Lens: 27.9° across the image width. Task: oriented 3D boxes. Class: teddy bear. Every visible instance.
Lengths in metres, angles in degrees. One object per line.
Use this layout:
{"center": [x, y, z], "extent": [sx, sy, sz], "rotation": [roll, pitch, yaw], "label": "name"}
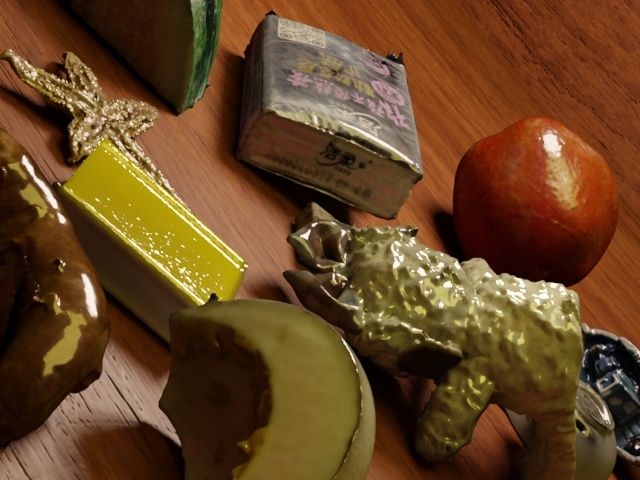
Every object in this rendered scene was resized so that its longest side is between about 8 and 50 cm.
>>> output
{"center": [0.147, 0.147, 1.629], "extent": [0.375, 0.362, 0.327], "rotation": [85, 10, -46], "label": "teddy bear"}

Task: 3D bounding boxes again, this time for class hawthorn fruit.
{"center": [0.349, -0.052, 2.148], "extent": [0.295, 0.295, 0.311], "rotation": [45, 46, -3], "label": "hawthorn fruit"}

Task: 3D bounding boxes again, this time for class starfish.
{"center": [-0.244, -0.140, 1.515], "extent": [0.295, 0.048, 0.231], "rotation": [40, 23, -16], "label": "starfish"}

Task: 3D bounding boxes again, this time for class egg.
{"center": [-0.044, 0.190, 1.135], "extent": [0.162, 0.206, 0.271], "rotation": [69, 9, -47], "label": "egg"}

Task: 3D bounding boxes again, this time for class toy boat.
{"center": [0.467, 0.239, 2.010], "extent": [0.142, 0.129, 0.309], "rotation": [48, 16, -36], "label": "toy boat"}

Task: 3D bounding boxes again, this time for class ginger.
{"center": [-0.258, 0.030, 1.128], "extent": [0.133, 0.107, 0.309], "rotation": [36, 24, -60], "label": "ginger"}

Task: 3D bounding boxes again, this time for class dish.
{"center": [0.357, 0.260, 1.841], "extent": [0.236, 0.086, 0.228], "rotation": [49, 22, 8], "label": "dish"}

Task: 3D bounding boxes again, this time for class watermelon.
{"center": [-0.226, -0.341, 1.754], "extent": [0.302, 0.151, 0.264], "rotation": [40, 23, -16], "label": "watermelon"}

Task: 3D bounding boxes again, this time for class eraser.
{"center": [-0.183, 0.006, 1.344], "extent": [0.226, 0.069, 0.158], "rotation": [42, 21, -10], "label": "eraser"}

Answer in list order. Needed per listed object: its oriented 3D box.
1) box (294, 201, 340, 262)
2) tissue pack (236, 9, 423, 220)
{"center": [0.000, 0.000, 1.710], "extent": [0.062, 0.045, 0.098], "rotation": [35, 23, -28], "label": "box"}
{"center": [0.011, -0.195, 1.907], "extent": [0.259, 0.122, 0.361], "rotation": [19, 31, -14], "label": "tissue pack"}
